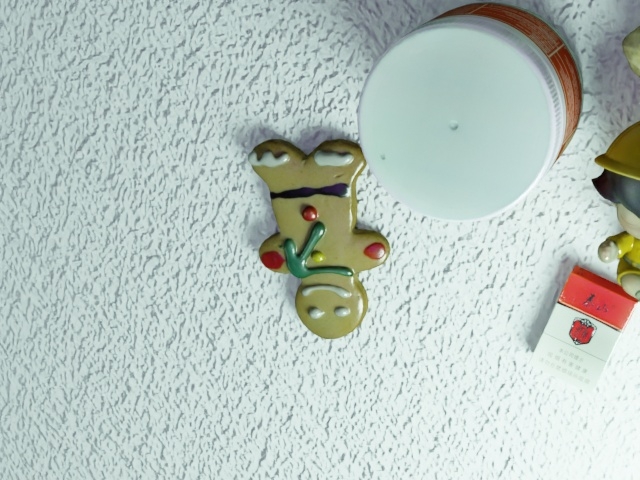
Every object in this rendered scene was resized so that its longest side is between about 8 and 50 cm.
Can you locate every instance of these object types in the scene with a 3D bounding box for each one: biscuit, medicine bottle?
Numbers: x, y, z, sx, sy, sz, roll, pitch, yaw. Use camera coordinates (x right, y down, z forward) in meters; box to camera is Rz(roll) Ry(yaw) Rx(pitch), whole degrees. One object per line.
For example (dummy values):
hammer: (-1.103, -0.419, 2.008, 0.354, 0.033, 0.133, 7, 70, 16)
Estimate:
biscuit: (0.000, 0.000, 2.064, 0.197, 0.049, 0.301, -2, 106, 22)
medicine bottle: (0.197, -0.171, 1.839, 0.253, 0.241, 0.252, 5, 106, 18)

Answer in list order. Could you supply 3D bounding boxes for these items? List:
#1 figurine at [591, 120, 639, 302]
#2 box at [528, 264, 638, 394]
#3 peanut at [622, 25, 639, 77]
figurine: (0.438, -0.043, 1.840, 0.192, 0.167, 0.256, 7, 131, 4)
box: (0.363, 0.123, 1.975, 0.100, 0.048, 0.152, 25, 114, 9)
peanut: (0.493, -0.219, 1.789, 0.237, 0.120, 0.110, 17, 149, 8)
